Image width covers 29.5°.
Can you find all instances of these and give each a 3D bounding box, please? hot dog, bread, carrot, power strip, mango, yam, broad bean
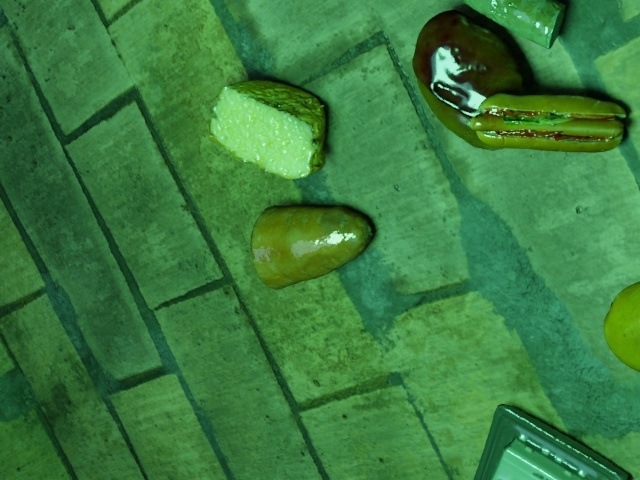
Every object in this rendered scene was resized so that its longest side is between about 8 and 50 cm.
[{"bbox_3d":[0.333,-0.172,1.805,0.235,0.062,0.092,0,121,5],"label":"hot dog"},{"bbox_3d":[-0.075,-0.209,2.191,0.229,0.139,0.143,27,129,23],"label":"bread"},{"bbox_3d":[0.000,0.000,2.247,0.225,0.159,0.159,-9,105,32],"label":"carrot"},{"bbox_3d":[0.383,0.442,2.134,0.257,0.092,0.251,30,126,24],"label":"power strip"},{"bbox_3d":[0.530,0.127,1.811,0.221,0.120,0.152,-9,108,38],"label":"mango"},{"bbox_3d":[0.287,-0.356,1.817,0.179,0.078,0.078,35,131,24],"label":"yam"},{"bbox_3d":[0.236,-0.249,1.891,0.156,0.122,0.228,-37,90,22],"label":"broad bean"}]
